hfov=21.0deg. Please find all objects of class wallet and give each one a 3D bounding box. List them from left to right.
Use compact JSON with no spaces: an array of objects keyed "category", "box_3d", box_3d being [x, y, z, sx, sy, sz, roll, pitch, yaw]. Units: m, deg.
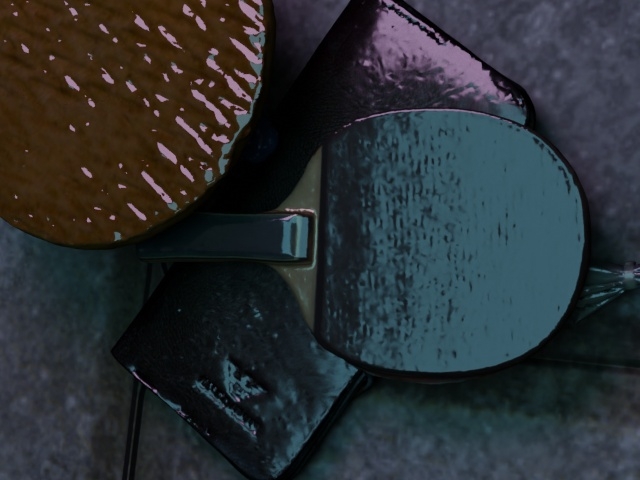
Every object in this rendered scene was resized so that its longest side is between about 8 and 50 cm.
[{"category":"wallet","box_3d":[0.000,0.000,1.140,0.172,0.045,0.318,40,102,24]}]

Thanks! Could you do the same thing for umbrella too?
[{"category":"umbrella","box_3d":[0.204,0.027,1.047,0.269,0.044,0.044,-1,117,25]}]

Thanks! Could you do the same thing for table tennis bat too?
[{"category":"table tennis bat","box_3d":[0.021,0.002,1.091,0.301,0.022,0.173,1,85,21]}]

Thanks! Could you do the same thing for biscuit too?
[{"category":"biscuit","box_3d":[-0.140,-0.120,1.141,0.262,0.037,0.262,-4,80,26]}]

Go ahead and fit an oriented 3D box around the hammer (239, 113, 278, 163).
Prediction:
[{"category":"hammer","box_3d":[-0.090,-0.120,1.171,0.116,0.069,0.194,-49,60,11]}]
